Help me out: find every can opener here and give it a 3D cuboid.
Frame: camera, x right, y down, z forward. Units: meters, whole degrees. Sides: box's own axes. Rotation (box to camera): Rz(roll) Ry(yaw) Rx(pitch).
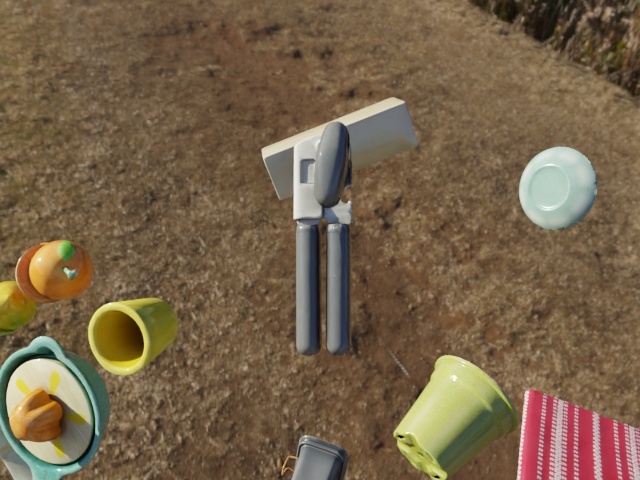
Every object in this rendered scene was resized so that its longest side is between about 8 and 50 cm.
[{"bbox_3d":[0.000,0.000,0.733,0.074,0.280,0.093,-1,-4,9],"label":"can opener"}]

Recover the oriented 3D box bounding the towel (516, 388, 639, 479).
[{"bbox_3d":[0.274,0.219,0.428,0.274,0.031,0.199,20,26,13],"label":"towel"}]

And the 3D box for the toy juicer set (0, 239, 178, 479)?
[{"bbox_3d":[-0.300,0.149,0.618,0.209,0.329,0.089,37,19,11],"label":"toy juicer set"}]

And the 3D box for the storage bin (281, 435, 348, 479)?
[{"bbox_3d":[-0.021,0.396,0.963,0.098,0.135,0.091,17,31,12],"label":"storage bin"}]

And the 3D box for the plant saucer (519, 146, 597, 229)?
[{"bbox_3d":[0.539,-0.122,1.401,0.037,0.195,0.195,1,35,-40],"label":"plant saucer"}]

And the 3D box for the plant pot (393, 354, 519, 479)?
[{"bbox_3d":[0.344,0.498,1.633,0.254,0.276,0.276,-38,56,-23],"label":"plant pot"}]

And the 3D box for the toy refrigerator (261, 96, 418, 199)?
[{"bbox_3d":[0.034,-0.168,1.112,0.269,0.094,0.102,-21,19,0],"label":"toy refrigerator"}]
